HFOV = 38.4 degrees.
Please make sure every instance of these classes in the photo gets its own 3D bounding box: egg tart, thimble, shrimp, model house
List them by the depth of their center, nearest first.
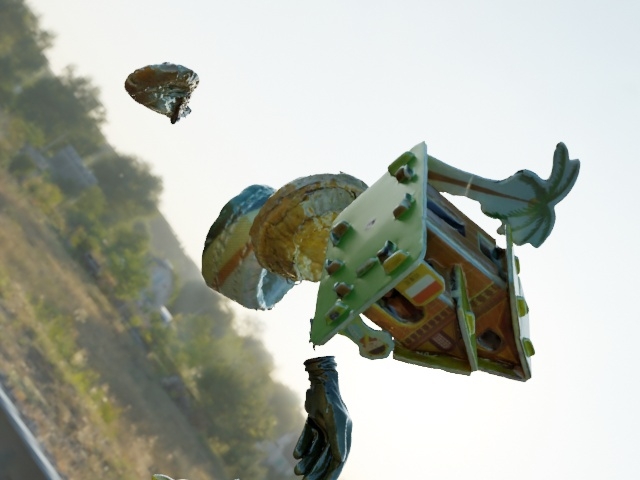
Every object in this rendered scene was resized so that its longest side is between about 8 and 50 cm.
[{"bbox_3d":[-0.195,-0.187,1.185,0.184,0.092,0.043,80,-3,-80],"label":"shrimp"},{"bbox_3d":[0.217,0.044,1.226,0.324,0.340,0.300,39,29,-18],"label":"model house"},{"bbox_3d":[0.000,0.000,1.762,0.107,0.291,0.290,64,1,44],"label":"egg tart"},{"bbox_3d":[-0.139,0.022,2.093,0.167,0.254,0.288,31,-56,22],"label":"thimble"}]

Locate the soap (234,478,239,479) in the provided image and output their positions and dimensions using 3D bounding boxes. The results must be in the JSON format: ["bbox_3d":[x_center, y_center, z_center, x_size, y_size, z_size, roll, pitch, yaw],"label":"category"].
[{"bbox_3d":[-0.280,0.633,2.147,0.066,0.198,0.119,62,-39,25],"label":"soap"}]

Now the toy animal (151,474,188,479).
[{"bbox_3d":[-0.278,0.576,1.867,0.156,0.156,0.229,58,5,-28],"label":"toy animal"}]

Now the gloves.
[{"bbox_3d":[0.009,0.358,1.819,0.107,0.268,0.135,16,-24,-27],"label":"gloves"}]
